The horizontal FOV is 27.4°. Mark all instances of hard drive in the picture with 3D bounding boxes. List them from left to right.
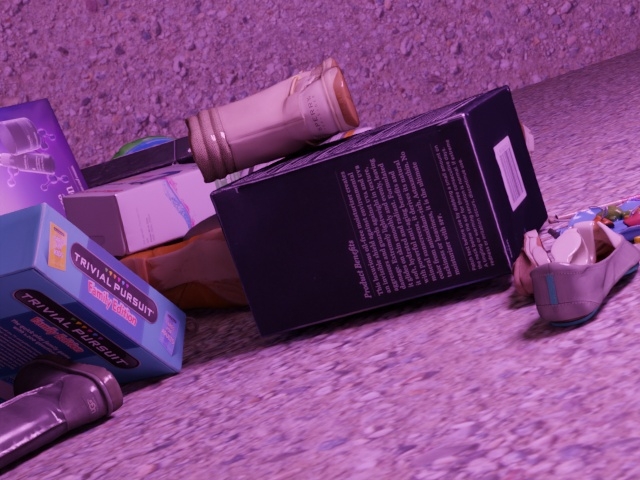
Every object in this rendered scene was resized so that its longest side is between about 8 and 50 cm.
[{"bbox_3d":[-0.292,-0.035,2.139,0.339,0.237,0.064,-18,42,7],"label":"hard drive"}]

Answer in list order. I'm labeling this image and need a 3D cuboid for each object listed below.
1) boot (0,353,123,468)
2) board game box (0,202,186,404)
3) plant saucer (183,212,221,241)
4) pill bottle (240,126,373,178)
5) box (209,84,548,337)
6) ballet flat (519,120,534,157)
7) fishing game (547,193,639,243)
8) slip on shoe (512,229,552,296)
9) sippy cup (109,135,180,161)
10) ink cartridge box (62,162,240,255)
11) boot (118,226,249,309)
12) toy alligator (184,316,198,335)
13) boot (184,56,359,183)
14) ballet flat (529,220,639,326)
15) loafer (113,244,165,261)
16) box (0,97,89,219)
[{"bbox_3d":[-0.321,0.186,1.292,0.208,0.076,0.189,-32,13,-38],"label":"boot"},{"bbox_3d":[-0.355,0.088,1.415,0.336,0.079,0.254,-14,-35,24],"label":"board game box"},{"bbox_3d":[-0.093,-0.011,1.827,0.195,0.037,0.195,-17,-15,-5],"label":"plant saucer"},{"bbox_3d":[-0.025,-0.063,1.980,0.278,0.162,0.162,-14,9,23],"label":"pill bottle"},{"bbox_3d":[0.079,-0.037,1.488,0.294,0.183,0.296,-15,7,20],"label":"box"},{"bbox_3d":[0.289,-0.161,2.257,0.124,0.116,0.342,0,-3,-21],"label":"ballet flat"},{"bbox_3d":[0.343,-0.035,1.434,0.189,0.041,0.264,-15,8,-4],"label":"fishing game"},{"bbox_3d":[0.207,0.026,1.290,0.041,0.051,0.135,-28,12,10],"label":"slip on shoe"},{"bbox_3d":[-0.248,-0.064,2.338,0.305,0.240,0.224,-46,30,-19],"label":"sippy cup"},{"bbox_3d":[-0.235,-0.047,1.868,0.212,0.093,0.154,-21,13,-37],"label":"ink cartridge box"},{"bbox_3d":[-0.144,0.042,1.764,0.295,0.104,0.211,-6,-4,3],"label":"boot"},{"bbox_3d":[-0.213,0.094,1.542,0.189,0.056,0.051,14,8,-35],"label":"toy alligator"},{"bbox_3d":[-0.060,-0.142,1.588,0.203,0.095,0.262,-20,10,2],"label":"boot"},{"bbox_3d":[0.244,0.016,1.190,0.072,0.068,0.213,-13,9,28],"label":"ballet flat"},{"bbox_3d":[-0.336,0.085,1.903,0.268,0.102,0.092,-26,8,8],"label":"loafer"},{"bbox_3d":[-0.449,-0.063,1.956,0.184,0.261,0.103,-20,-10,-37],"label":"box"}]
